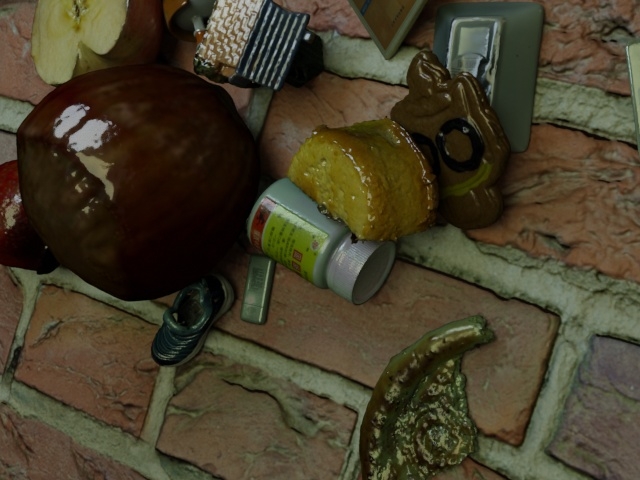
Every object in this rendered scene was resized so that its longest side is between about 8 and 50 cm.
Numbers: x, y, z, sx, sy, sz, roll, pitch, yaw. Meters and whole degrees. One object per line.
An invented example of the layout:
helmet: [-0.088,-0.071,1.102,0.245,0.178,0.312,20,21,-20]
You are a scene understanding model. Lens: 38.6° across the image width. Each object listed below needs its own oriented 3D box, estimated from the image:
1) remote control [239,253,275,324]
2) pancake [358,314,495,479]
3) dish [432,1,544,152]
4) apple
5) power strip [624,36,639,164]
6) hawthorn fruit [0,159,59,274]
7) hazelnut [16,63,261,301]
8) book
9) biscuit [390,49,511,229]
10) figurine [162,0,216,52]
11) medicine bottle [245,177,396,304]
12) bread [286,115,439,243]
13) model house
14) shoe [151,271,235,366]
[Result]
remote control: [-0.113,0.087,1.629,0.053,0.018,0.124,9,90,25]
pancake: [0.163,0.284,1.460,0.197,0.054,0.376,27,99,25]
dish: [0.246,-0.267,1.450,0.182,0.080,0.243,6,89,26]
apple: [-0.396,-0.406,1.723,0.293,0.163,0.251,-22,68,32]
power strip: [0.518,-0.184,1.328,0.118,0.046,0.270,-8,82,25]
hawthorn fruit: [-0.582,-0.056,1.779,0.250,0.215,0.215,14,92,33]
hazelnut: [-0.306,-0.114,1.569,0.421,0.353,0.421,-2,55,3]
book: [0.086,-0.446,1.523,0.241,0.018,0.170,60,147,17]
biscuit: [0.198,-0.152,1.416,0.208,0.041,0.290,-14,100,53]
figurine: [-0.226,-0.463,1.666,0.143,0.143,0.271,-13,82,25]
medicine bottle: [0.000,0.000,1.514,0.225,0.139,0.139,31,99,25]
bread: [0.070,-0.115,1.445,0.260,0.160,0.147,46,139,44]
model house: [-0.082,-0.323,1.556,0.172,0.183,0.166,23,97,27]
shoe: [-0.246,0.142,1.643,0.091,0.106,0.207,45,110,23]
